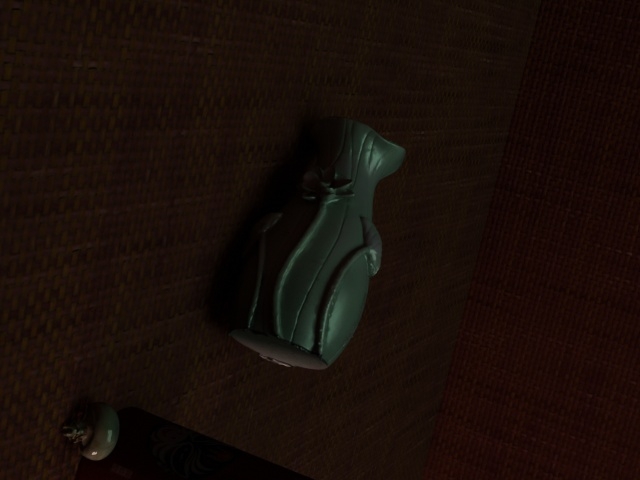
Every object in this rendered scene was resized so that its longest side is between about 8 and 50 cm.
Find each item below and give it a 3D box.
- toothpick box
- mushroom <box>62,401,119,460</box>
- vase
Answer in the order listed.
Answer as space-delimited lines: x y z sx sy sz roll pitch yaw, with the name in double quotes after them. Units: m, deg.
-0.184 0.403 1.677 0.204 0.333 0.204 -46 146 -45 "toothpick box"
-0.336 0.276 1.597 0.079 0.085 0.085 13 96 -24 "mushroom"
0.000 0.000 1.956 0.250 0.250 0.445 59 48 -61 "vase"
